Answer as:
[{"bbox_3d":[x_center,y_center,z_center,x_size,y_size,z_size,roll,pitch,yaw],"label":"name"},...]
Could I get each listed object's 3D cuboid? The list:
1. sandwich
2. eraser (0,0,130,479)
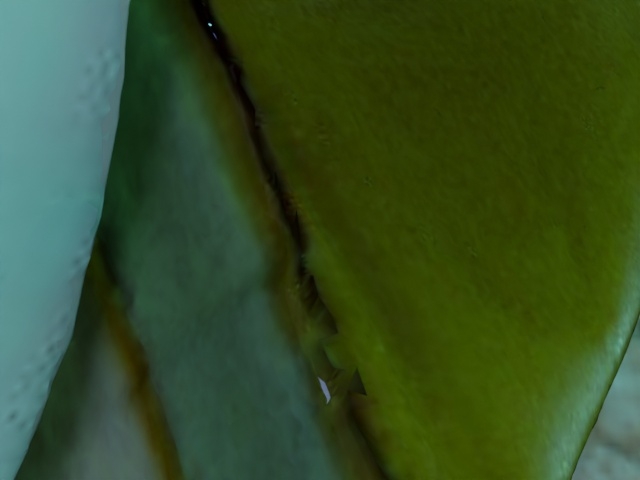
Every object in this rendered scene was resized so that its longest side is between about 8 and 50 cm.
[{"bbox_3d":[0.000,0.000,0.465,0.155,0.198,0.227,-38,67,37],"label":"sandwich"},{"bbox_3d":[-0.163,-0.034,0.418,0.270,0.095,0.174,31,108,39],"label":"eraser"}]
